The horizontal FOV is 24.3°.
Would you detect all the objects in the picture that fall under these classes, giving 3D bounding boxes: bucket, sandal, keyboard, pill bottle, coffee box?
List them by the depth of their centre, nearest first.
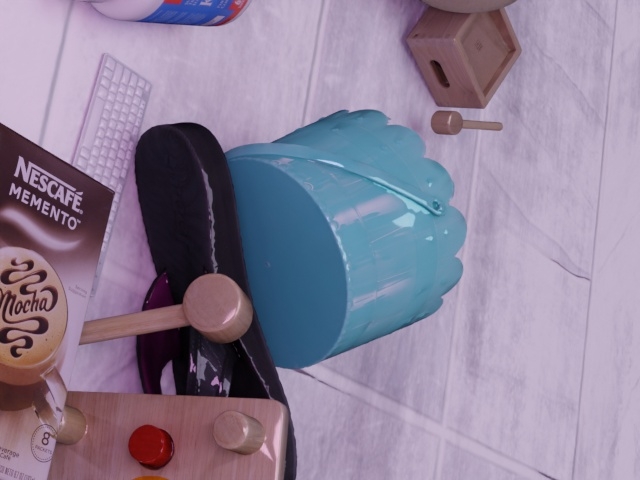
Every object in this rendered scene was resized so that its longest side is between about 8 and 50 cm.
[{"bbox_3d":[-0.310,0.062,1.334,0.168,0.119,0.297,32,60,-46],"label":"coffee box"},{"bbox_3d":[-0.139,0.102,1.548,0.107,0.168,0.445,-14,91,-38],"label":"sandal"},{"bbox_3d":[-0.231,-0.071,1.549,0.072,0.014,0.256,37,57,-45],"label":"keyboard"},{"bbox_3d":[-0.176,-0.290,1.560,0.221,0.124,0.124,-9,93,-54],"label":"pill bottle"},{"bbox_3d":[0.000,0.000,1.644,0.183,0.281,0.281,-22,104,-44],"label":"bucket"}]

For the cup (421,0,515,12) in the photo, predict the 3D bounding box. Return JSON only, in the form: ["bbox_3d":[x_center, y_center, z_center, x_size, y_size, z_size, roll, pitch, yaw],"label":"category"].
[{"bbox_3d":[0.202,-0.446,1.975,0.331,0.331,0.237,-53,151,-43],"label":"cup"}]

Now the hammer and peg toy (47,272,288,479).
[{"bbox_3d":[-0.163,0.220,1.421,0.127,0.266,0.361,44,48,-69],"label":"hammer and peg toy"}]

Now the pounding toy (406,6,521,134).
[{"bbox_3d":[0.191,-0.228,2.086,0.206,0.094,0.181,-55,134,-30],"label":"pounding toy"}]
